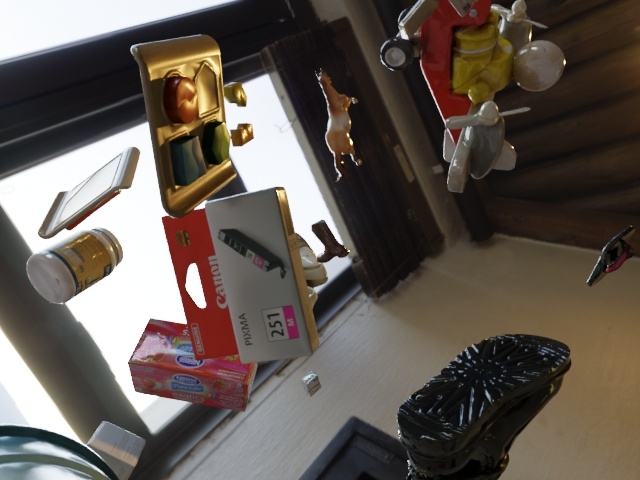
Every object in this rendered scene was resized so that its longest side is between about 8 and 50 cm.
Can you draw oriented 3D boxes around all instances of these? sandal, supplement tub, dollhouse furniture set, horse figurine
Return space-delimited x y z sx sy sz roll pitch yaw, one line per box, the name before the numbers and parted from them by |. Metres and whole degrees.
sandal | 0.567 0.038 0.972 0.040 0.067 0.179 51 -20 36
supplement tub | -0.633 0.058 1.322 0.145 0.199 0.144 12 -60 21
dollhouse furniture set | 0.173 -0.338 0.764 0.081 0.114 0.091 35 13 -27
horse figurine | 0.053 -0.287 1.297 0.066 0.174 0.263 -2 -94 24

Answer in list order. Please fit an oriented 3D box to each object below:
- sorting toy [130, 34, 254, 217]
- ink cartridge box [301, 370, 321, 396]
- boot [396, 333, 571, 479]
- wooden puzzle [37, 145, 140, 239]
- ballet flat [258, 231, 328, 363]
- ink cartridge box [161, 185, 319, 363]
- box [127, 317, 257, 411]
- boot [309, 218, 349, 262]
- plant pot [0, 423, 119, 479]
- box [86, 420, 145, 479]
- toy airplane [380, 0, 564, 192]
sorting toy | -0.167 -0.193 0.780 0.041 0.307 0.228 2 -64 16
ink cartridge box | -0.026 0.451 1.576 0.028 0.048 0.083 30 -33 41
boot | 0.252 0.312 0.772 0.131 0.348 0.260 18 -57 55
wooden puzzle | -0.529 -0.112 1.183 0.044 0.239 0.221 56 9 -34
ballet flat | -0.077 0.148 1.440 0.182 0.482 0.164 -14 -56 35
ink cartridge box | -0.146 0.067 0.841 0.239 0.060 0.274 -11 -86 15
box | -0.275 0.275 1.125 0.257 0.128 0.122 10 -48 2
boot | 0.000 0.000 1.205 0.106 0.037 0.114 -18 -55 41
plant pot | -0.219 0.320 0.344 0.334 0.341 0.341 -13 -71 46
box | -0.368 0.385 0.860 0.087 0.101 0.102 30 -2 -9
toy airplane | 0.315 -0.278 0.952 0.273 0.384 0.385 -5 -91 36
